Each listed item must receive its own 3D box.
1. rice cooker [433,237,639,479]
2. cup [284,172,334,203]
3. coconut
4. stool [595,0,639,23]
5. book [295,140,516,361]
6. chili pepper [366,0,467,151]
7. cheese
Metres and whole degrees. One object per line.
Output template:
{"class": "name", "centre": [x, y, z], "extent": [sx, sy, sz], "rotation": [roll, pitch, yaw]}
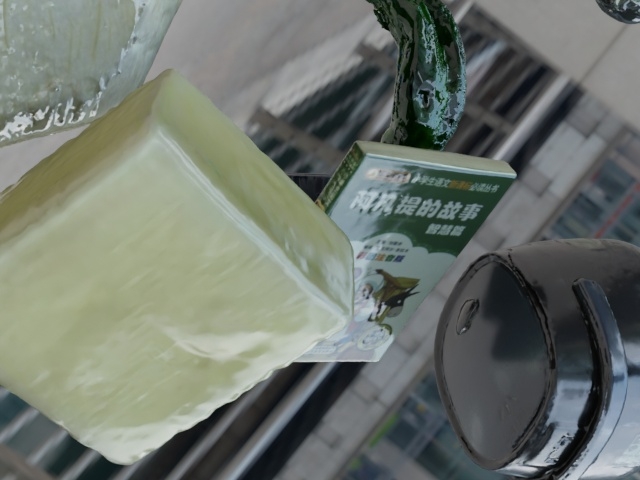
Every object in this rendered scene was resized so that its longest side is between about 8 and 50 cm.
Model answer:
{"class": "rice cooker", "centre": [0.266, 0.129, 1.469], "extent": [0.225, 0.267, 0.267], "rotation": [3, 143, -27]}
{"class": "cup", "centre": [0.007, 0.000, 1.466], "extent": [0.113, 0.138, 0.150], "rotation": [1, -178, -38]}
{"class": "coconut", "centre": [-0.321, -0.276, 1.200], "extent": [0.415, 0.415, 0.345], "rotation": [-49, -156, -20]}
{"class": "stool", "centre": [0.255, -0.316, 1.300], "extent": [0.139, 0.153, 0.228], "rotation": [-81, 169, -59]}
{"class": "book", "centre": [0.045, 0.020, 1.338], "extent": [0.202, 0.027, 0.264], "rotation": [5, 130, -41]}
{"class": "chili pepper", "centre": [0.079, -0.146, 1.354], "extent": [0.065, 0.122, 0.278], "rotation": [-38, 124, -62]}
{"class": "cheese", "centre": [-0.144, 0.030, 1.136], "extent": [0.265, 0.242, 0.124], "rotation": [-34, -147, 22]}
